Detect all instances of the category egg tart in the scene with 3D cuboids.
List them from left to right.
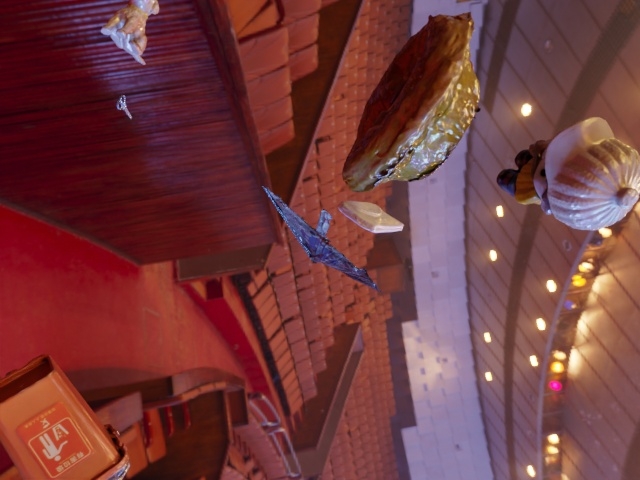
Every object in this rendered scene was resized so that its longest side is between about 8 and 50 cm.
[{"bbox_3d":[0.210,-0.277,1.096,0.443,0.178,0.443,-56,-168,19],"label":"egg tart"}]

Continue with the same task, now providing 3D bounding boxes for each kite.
[{"bbox_3d":[0.000,0.000,1.281,0.406,0.014,0.368,42,-19,9],"label":"kite"}]

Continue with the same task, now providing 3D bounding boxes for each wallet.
[{"bbox_3d":[0.127,-0.061,1.245,0.124,0.032,0.183,39,21,26],"label":"wallet"}]

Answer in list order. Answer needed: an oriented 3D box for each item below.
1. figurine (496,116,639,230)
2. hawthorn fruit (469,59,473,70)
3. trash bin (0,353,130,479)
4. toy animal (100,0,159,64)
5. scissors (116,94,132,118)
[{"bbox_3d":[0.511,-0.120,1.034,0.204,0.185,0.332,41,3,4],"label":"figurine"},{"bbox_3d":[0.416,-0.524,1.637,0.179,0.174,0.173,103,-18,-46],"label":"hawthorn fruit"},{"bbox_3d":[-0.458,0.325,0.860,0.184,0.161,0.238,6,-57,57],"label":"trash bin"},{"bbox_3d":[-0.541,-0.650,1.502,0.184,0.104,0.185,57,50,-75],"label":"toy animal"},{"bbox_3d":[-0.460,-0.311,1.185,0.083,0.006,0.036,95,11,-74],"label":"scissors"}]
